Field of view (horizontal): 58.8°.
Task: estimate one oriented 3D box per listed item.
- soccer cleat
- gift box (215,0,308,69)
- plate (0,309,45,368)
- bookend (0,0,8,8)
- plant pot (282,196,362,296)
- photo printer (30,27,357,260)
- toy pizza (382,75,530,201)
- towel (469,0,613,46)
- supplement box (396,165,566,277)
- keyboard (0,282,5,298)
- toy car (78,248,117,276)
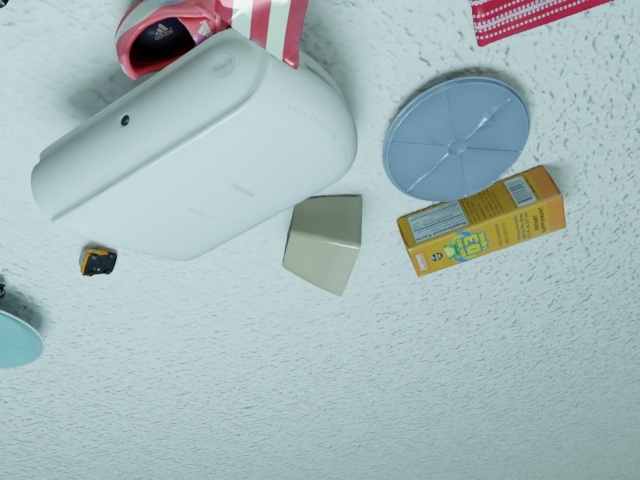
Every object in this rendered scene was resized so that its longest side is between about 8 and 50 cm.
[{"bbox_3d":[-0.092,-0.233,0.562,0.248,0.095,0.083,-21,136,11],"label":"soccer cleat"},{"bbox_3d":[0.012,-0.278,0.377,0.255,0.258,0.276,-11,119,-1],"label":"gift box"},{"bbox_3d":[-0.521,0.142,0.871,0.188,0.024,0.188,-2,138,-2],"label":"plate"},{"bbox_3d":[-0.381,-0.264,0.488,0.156,0.072,0.157,-16,136,5],"label":"bookend"},{"bbox_3d":[0.000,0.000,0.823,0.096,0.109,0.109,12,133,-6],"label":"plant pot"},{"bbox_3d":[-0.114,-0.094,0.643,0.308,0.107,0.256,-27,159,15],"label":"photo printer"},{"bbox_3d":[0.180,-0.134,0.768,0.201,0.032,0.201,-6,135,-6],"label":"toy pizza"},{"bbox_3d":[0.239,-0.343,0.565,0.199,0.031,0.274,-17,137,7],"label":"towel"},{"bbox_3d":[0.240,-0.026,0.860,0.234,0.080,0.078,-19,134,11],"label":"supplement box"},{"bbox_3d":[-0.568,0.059,0.815,0.202,0.033,0.317,-17,138,15],"label":"keyboard"},{"bbox_3d":[-0.323,-0.004,0.810,0.041,0.060,0.122,25,121,24],"label":"toy car"}]
